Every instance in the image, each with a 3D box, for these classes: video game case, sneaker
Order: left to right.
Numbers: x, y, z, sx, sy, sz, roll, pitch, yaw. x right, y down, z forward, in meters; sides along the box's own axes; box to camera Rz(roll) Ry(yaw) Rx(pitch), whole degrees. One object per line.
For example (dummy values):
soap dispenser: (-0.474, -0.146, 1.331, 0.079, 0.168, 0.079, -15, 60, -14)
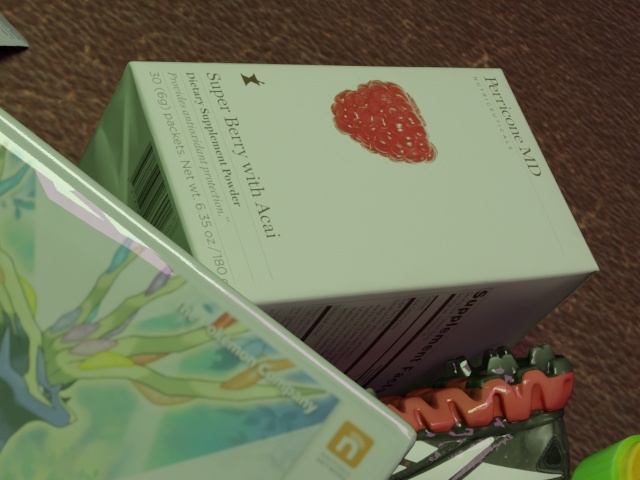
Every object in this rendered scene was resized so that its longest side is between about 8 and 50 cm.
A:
video game case: (-0.167, 0.119, 0.669, 0.329, 0.036, 0.300, 38, 84, 0)
sneaker: (0.046, 0.156, 0.835, 0.276, 0.097, 0.135, -11, 89, -19)

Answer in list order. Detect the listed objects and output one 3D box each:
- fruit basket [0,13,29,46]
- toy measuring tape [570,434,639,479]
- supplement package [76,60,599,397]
fruit basket: (-0.386, -0.224, 0.830, 0.327, 0.165, 0.353, 45, 13, 5)
toy measuring tape: (0.258, 0.172, 0.951, 0.121, 0.121, 0.330, 47, 39, 8)
supplement package: (0.000, 0.000, 0.875, 0.292, 0.175, 0.178, -4, 60, -33)
